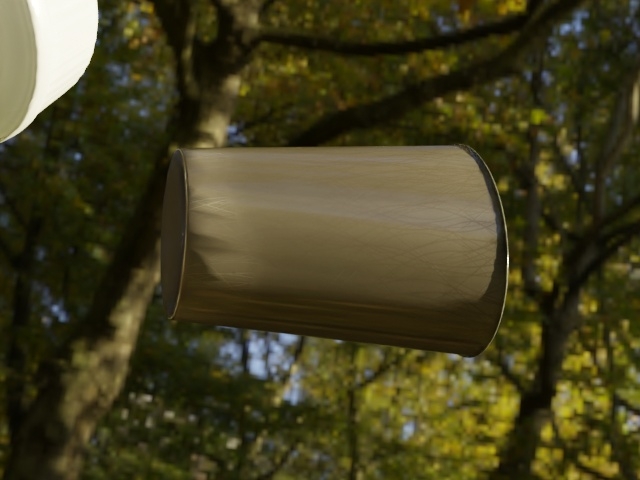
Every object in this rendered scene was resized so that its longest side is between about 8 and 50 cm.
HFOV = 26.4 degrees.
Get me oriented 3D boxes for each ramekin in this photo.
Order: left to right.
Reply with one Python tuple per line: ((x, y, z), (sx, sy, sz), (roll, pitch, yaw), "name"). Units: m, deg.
((-0.352, -0.244, 1.417), (0.272, 0.127, 0.273), (17, -57, 27), "ramekin")

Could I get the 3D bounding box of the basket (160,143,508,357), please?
((0.000, 0.000, 1.027), (0.226, 0.154, 0.204), (3, 25, -14), "basket")
